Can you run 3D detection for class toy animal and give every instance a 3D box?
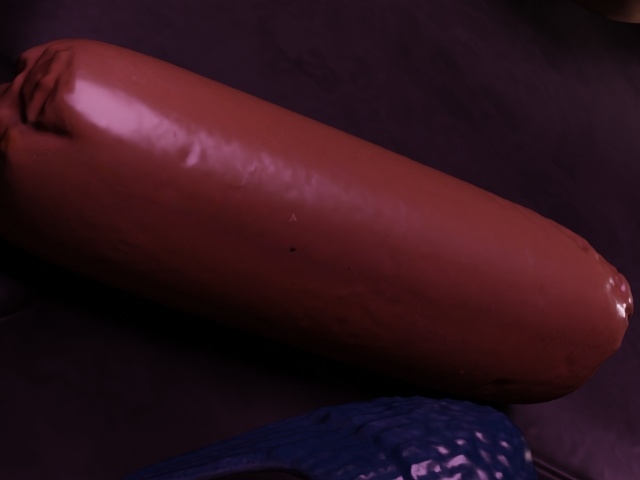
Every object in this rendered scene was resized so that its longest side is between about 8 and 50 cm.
[{"bbox_3d":[0.056,0.113,0.500,0.255,0.176,0.239,-7,27,-44],"label":"toy animal"}]

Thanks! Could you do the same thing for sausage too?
[{"bbox_3d":[0.001,0.000,0.610,0.289,0.086,0.086,21,44,-31],"label":"sausage"}]

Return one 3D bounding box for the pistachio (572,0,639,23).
[{"bbox_3d":[0.188,-0.194,0.931,0.215,0.144,0.144,3,55,-55],"label":"pistachio"}]
